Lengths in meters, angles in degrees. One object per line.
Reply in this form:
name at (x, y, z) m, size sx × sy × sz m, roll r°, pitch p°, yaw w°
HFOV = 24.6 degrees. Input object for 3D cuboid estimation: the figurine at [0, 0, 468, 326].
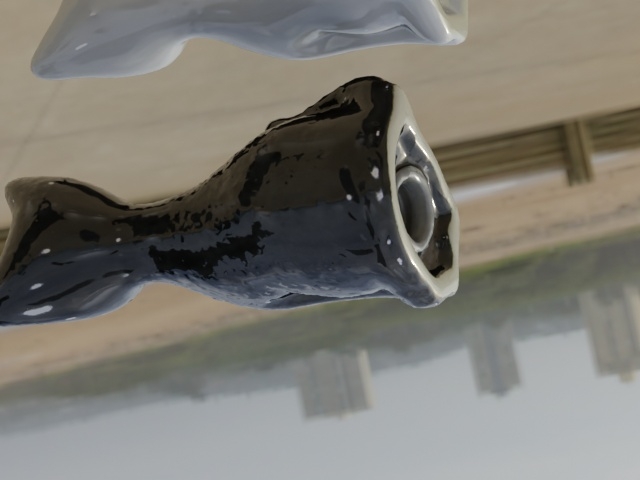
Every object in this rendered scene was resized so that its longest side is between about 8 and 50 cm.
figurine at (-0.048, -0.063, 0.651) m, size 0.209 × 0.215 × 0.092 m, roll -8°, pitch 148°, yaw 23°
